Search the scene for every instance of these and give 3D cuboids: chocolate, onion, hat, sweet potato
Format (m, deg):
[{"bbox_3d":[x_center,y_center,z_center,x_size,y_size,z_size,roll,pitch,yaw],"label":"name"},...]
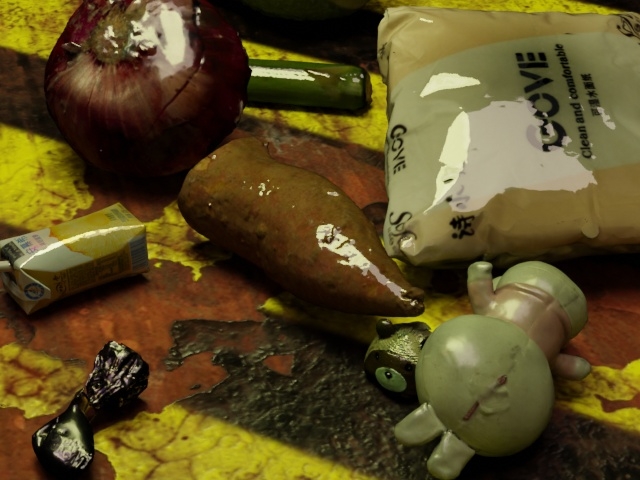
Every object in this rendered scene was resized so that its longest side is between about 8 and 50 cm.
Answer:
[{"bbox_3d":[-0.216,0.158,1.394,0.072,0.070,0.147,-13,23,33],"label":"chocolate"},{"bbox_3d":[-0.201,-0.189,1.800,0.252,0.219,0.252,-5,74,17],"label":"onion"},{"bbox_3d":[0.085,0.109,1.474,0.076,0.059,0.077,-16,32,-31],"label":"hat"},{"bbox_3d":[-0.001,0.003,1.577,0.131,0.131,0.336,-27,42,-34],"label":"sweet potato"}]

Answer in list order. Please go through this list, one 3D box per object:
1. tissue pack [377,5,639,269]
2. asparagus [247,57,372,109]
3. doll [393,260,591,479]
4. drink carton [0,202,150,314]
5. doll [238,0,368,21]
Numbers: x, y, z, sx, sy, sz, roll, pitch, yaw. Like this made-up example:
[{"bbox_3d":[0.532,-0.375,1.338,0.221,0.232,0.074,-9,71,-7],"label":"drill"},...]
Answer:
[{"bbox_3d":[0.242,-0.108,1.697,0.390,0.195,0.375,-4,46,-6],"label":"tissue pack"},{"bbox_3d":[-0.071,-0.206,1.944,0.277,0.060,0.067,4,44,7],"label":"asparagus"},{"bbox_3d":[0.169,0.107,1.409,0.155,0.113,0.275,46,43,-1],"label":"doll"},{"bbox_3d":[-0.282,0.026,1.578,0.200,0.074,0.084,-20,38,-26],"label":"drink carton"},{"bbox_3d":[-0.067,-0.441,2.143,0.349,0.247,0.247,17,36,36],"label":"doll"}]
